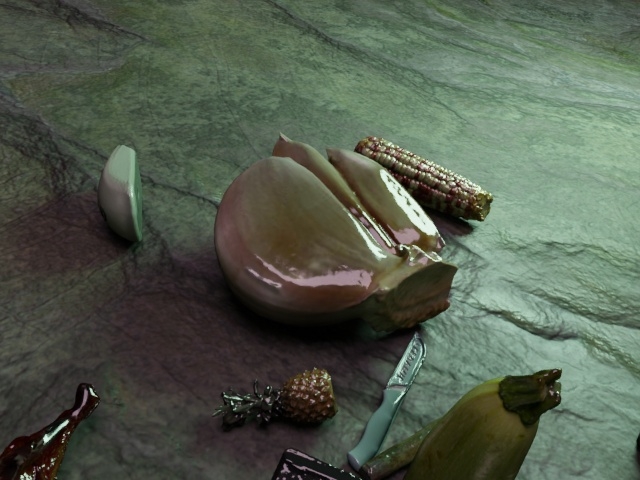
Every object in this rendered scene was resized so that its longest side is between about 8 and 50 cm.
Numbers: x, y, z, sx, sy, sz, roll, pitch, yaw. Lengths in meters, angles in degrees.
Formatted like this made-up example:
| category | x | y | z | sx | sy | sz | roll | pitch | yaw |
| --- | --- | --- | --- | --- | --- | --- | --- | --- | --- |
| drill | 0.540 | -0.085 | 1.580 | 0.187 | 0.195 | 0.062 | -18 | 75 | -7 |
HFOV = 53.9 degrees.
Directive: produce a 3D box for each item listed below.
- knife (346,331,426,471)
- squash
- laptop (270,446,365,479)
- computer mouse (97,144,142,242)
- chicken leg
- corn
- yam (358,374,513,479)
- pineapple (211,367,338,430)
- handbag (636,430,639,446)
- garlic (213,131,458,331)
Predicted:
| category | x | y | z | sx | sy | sz | roll | pitch | yaw |
| --- | --- | --- | --- | --- | --- | --- | --- | --- | --- |
| knife | 0.080 | 0.170 | 0.692 | 0.028 | 0.015 | 0.210 | 17 | 37 | 20 |
| squash | 0.142 | 0.175 | 0.532 | 0.094 | 0.224 | 0.094 | 10 | 40 | -9 |
| laptop | 0.033 | 0.266 | 0.512 | 0.197 | 0.016 | 0.135 | 19 | 62 | 13 |
| computer mouse | -0.277 | -0.070 | 0.869 | 0.056 | 0.089 | 0.181 | -3 | 37 | -14 |
| chicken leg | -0.247 | 0.217 | 0.535 | 0.089 | 0.048 | 0.219 | 5 | 37 | -11 |
| corn | 0.160 | -0.098 | 1.005 | 0.237 | 0.079 | 0.079 | 25 | 40 | 19 |
| yam | 0.135 | 0.193 | 0.660 | 0.234 | 0.029 | 0.027 | -20 | 35 | -33 |
| pineapple | -0.046 | 0.169 | 0.647 | 0.124 | 0.058 | 0.058 | -12 | 40 | -5 |
| handbag | 0.466 | 0.121 | 0.602 | 0.240 | 0.340 | 0.247 | -38 | 53 | -23 |
| garlic | 0.001 | -0.001 | 0.802 | 0.279 | 0.132 | 0.325 | -23 | 50 | -36 |
